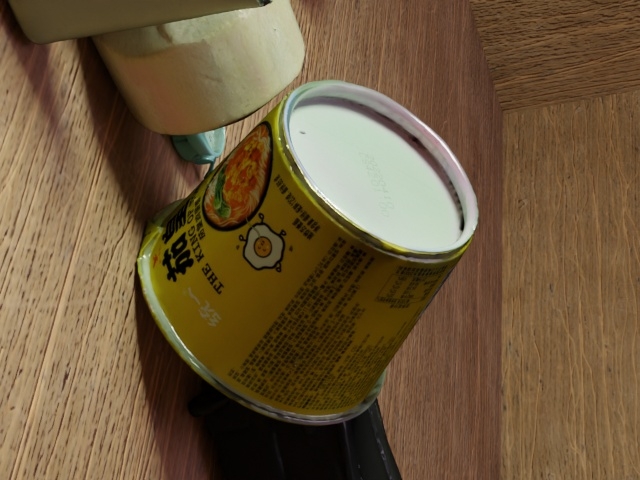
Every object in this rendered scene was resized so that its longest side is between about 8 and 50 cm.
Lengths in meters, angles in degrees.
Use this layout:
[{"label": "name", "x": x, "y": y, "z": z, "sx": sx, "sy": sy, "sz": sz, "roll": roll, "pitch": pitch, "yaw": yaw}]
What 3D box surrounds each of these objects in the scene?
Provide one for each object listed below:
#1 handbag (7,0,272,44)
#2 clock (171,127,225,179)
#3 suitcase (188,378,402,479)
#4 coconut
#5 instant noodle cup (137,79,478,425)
[{"label": "handbag", "x": -0.161, "y": -0.301, "z": 1.519, "sx": 0.109, "sy": 0.315, "sz": 0.241, "roll": -78, "pitch": 153, "yaw": -48}, {"label": "clock", "x": -0.148, "y": -0.139, "z": 1.976, "sx": 0.147, "sy": 0.045, "sz": 0.108, "roll": 65, "pitch": 22, "yaw": -46}, {"label": "suitcase", "x": -0.014, "y": 0.261, "z": 2.006, "sx": 0.339, "sy": 0.188, "sz": 0.345, "roll": -70, "pitch": 146, "yaw": -71}, {"label": "coconut", "x": -0.132, "y": -0.218, "z": 1.776, "sx": 0.241, "sy": 0.241, "sz": 0.241, "roll": -9, "pitch": 90, "yaw": -75}, {"label": "instant noodle cup", "x": 0.000, "y": 0.000, "z": 1.765, "sx": 0.326, "sy": 0.254, "sz": 0.325, "roll": 23, "pitch": 39, "yaw": -21}]
